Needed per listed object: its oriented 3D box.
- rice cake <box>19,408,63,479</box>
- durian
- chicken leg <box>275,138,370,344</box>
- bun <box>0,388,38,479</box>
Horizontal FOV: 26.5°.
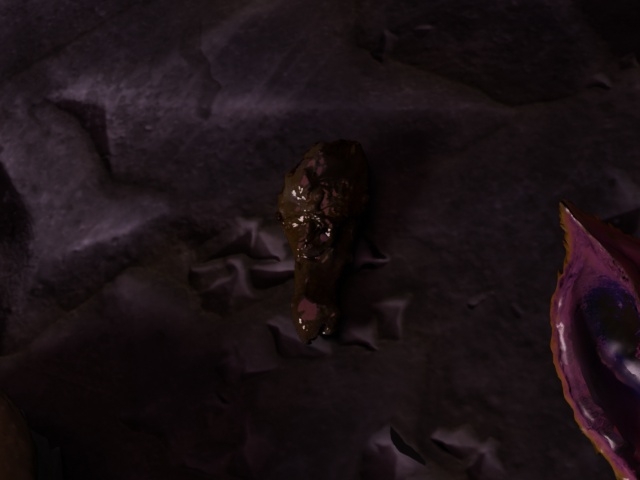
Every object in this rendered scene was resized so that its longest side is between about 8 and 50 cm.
[{"bbox_3d":[-0.253,0.252,1.155,0.069,0.063,0.206,-27,52,13],"label":"rice cake"},{"bbox_3d":[0.282,0.109,0.986,0.187,0.153,0.260,-4,49,-6],"label":"durian"},{"bbox_3d":[-0.001,0.001,1.214,0.085,0.069,0.197,5,66,-2],"label":"chicken leg"},{"bbox_3d":[-0.398,0.241,1.086,0.349,0.227,0.352,-50,44,10],"label":"bun"}]
